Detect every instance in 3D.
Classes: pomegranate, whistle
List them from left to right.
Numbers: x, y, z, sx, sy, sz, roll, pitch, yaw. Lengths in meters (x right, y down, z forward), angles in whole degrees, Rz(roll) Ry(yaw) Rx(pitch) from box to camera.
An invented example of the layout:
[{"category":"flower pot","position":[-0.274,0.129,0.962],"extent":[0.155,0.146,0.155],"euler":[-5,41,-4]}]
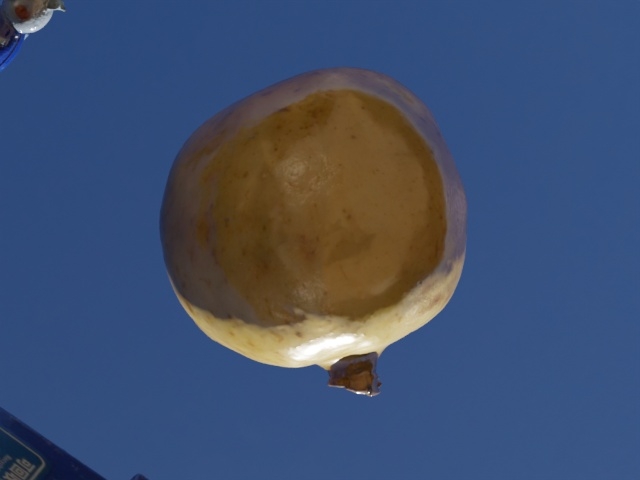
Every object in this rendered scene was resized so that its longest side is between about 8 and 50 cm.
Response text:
[{"category":"whistle","position":[-0.155,-0.100,0.788],"extent":[0.033,0.083,0.029],"euler":[56,-162,19]},{"category":"pomegranate","position":[0.000,0.000,0.975],"extent":[0.196,0.196,0.196],"euler":[11,-117,-23]}]

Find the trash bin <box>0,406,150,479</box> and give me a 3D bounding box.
[{"category":"trash bin","position":[-0.207,0.142,0.759],"extent":[0.234,0.184,0.162],"euler":[40,-168,-4]}]
